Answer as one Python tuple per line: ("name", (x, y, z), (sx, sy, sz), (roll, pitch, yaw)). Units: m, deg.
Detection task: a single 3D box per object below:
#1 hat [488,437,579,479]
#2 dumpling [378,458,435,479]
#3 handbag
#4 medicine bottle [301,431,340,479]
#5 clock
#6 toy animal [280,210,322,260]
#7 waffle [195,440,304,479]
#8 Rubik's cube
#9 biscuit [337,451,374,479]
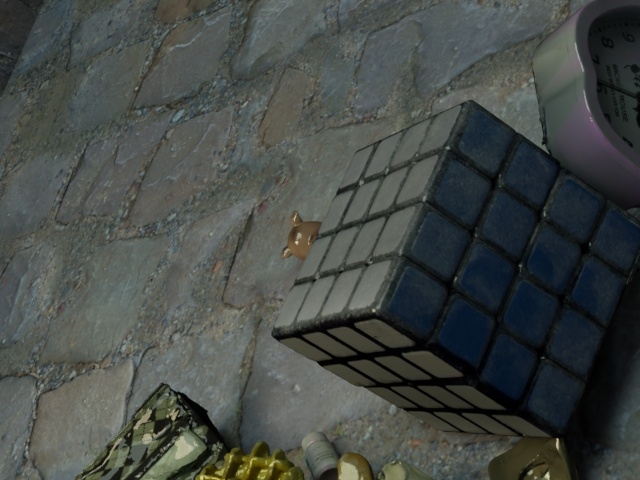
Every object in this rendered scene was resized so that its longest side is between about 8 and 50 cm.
("hat", (0.304, 0.316, 1.745), (0.147, 0.085, 0.175), (-53, 12, 15))
("dumpling", (0.133, 0.417, 1.808), (0.181, 0.111, 0.155), (-87, 21, -44))
("handbag", (-0.217, 0.463, 2.086), (0.316, 0.180, 0.416), (-48, 43, 0))
("medicine bottle", (0.003, 0.352, 2.037), (0.052, 0.052, 0.089), (-44, 36, 10))
("clock", (0.458, -0.193, 1.809), (0.102, 0.338, 0.338), (-36, 34, 52))
("toy animal", (-0.004, -0.002, 2.331), (0.150, 0.089, 0.083), (-3, 53, 35))
("waffle", (-0.115, 0.435, 1.914), (0.250, 0.056, 0.261), (-34, 46, 0))
("Rubik's cube", (0.191, 0.055, 1.789), (0.344, 0.337, 0.344), (-19, 42, 63))
("biscuit", (0.029, 0.444, 1.898), (0.153, 0.030, 0.234), (33, 79, 29))
